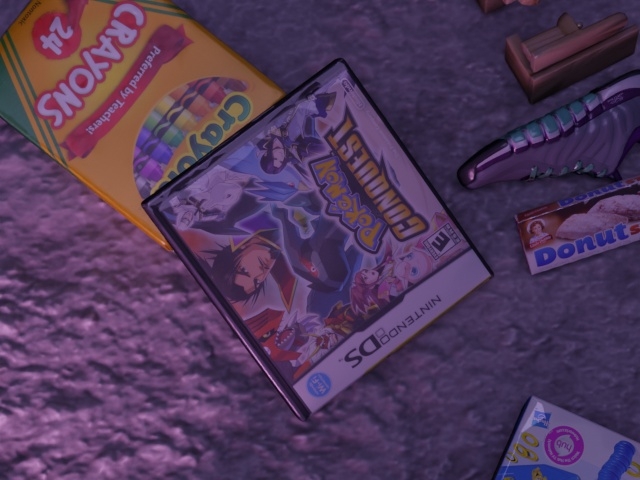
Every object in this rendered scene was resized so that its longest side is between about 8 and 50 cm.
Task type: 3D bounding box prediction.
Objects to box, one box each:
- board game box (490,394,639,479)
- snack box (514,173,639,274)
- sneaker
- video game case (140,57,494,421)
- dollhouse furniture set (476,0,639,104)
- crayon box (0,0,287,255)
[{"bbox_3d":[0.280,0.353,1.831,0.308,0.086,0.302,24,75,7],"label":"board game box"},{"bbox_3d":[0.290,-0.023,1.918,0.178,0.022,0.064,-18,116,-1],"label":"snack box"},{"bbox_3d":[0.253,-0.087,1.911,0.223,0.083,0.098,-27,91,-1],"label":"sneaker"},{"bbox_3d":[0.000,0.000,1.884,0.248,0.035,0.275,-37,101,-7],"label":"video game case"},{"bbox_3d":[0.235,-0.254,1.908,0.123,0.144,0.151,-26,70,-6],"label":"dollhouse furniture set"},{"bbox_3d":[-0.176,-0.134,1.921,0.318,0.081,0.202,37,86,4],"label":"crayon box"}]
